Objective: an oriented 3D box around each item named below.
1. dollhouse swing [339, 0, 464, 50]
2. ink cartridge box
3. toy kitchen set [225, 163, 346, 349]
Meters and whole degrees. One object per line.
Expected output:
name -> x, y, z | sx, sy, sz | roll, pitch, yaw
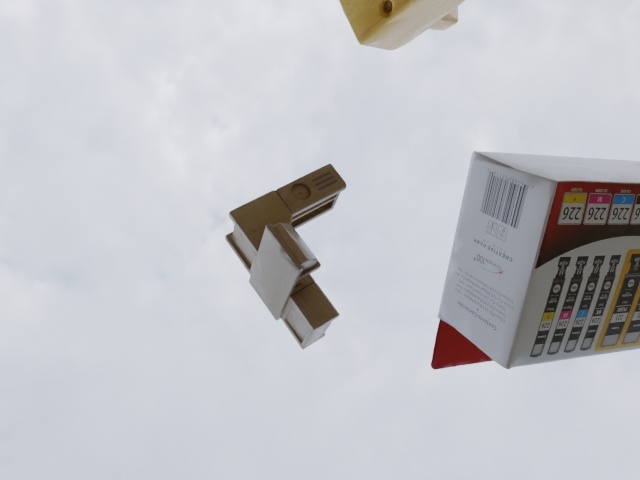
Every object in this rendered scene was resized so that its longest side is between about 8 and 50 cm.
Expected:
dollhouse swing -> 0.131, -0.452, 0.798 | 0.305, 0.315, 0.347 | -21, -93, -39
ink cartridge box -> 0.306, 0.047, 0.767 | 0.309, 0.130, 0.272 | -2, -69, -28
toy kitchen set -> 0.000, 0.000, 0.371 | 0.075, 0.068, 0.083 | -29, -108, -25
